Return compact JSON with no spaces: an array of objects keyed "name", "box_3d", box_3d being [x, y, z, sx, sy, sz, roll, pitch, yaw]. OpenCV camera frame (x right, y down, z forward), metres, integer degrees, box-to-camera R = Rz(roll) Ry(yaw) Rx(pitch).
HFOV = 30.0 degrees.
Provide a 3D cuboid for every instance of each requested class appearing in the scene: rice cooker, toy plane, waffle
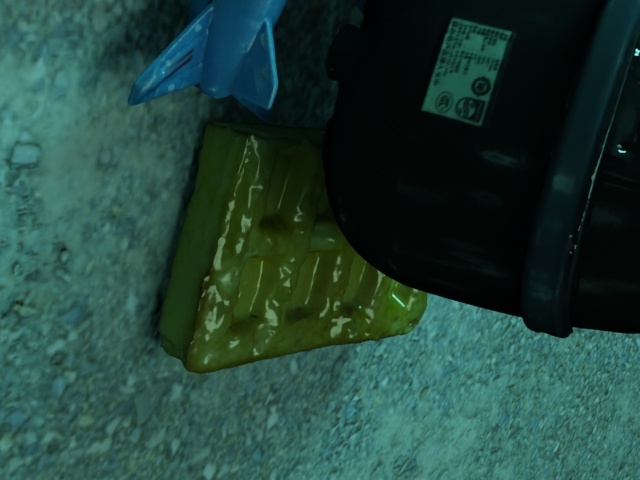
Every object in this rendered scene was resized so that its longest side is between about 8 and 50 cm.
[{"name":"rice cooker","box_3d":[0.132,-0.071,0.746,0.267,0.224,0.267,19,90,-73]},{"name":"toy plane","box_3d":[-0.027,-0.200,0.679,0.254,0.105,0.271,-1,110,-53]},{"name":"waffle","box_3d":[0.000,0.000,0.877,0.274,0.057,0.168,-4,114,-51]}]
